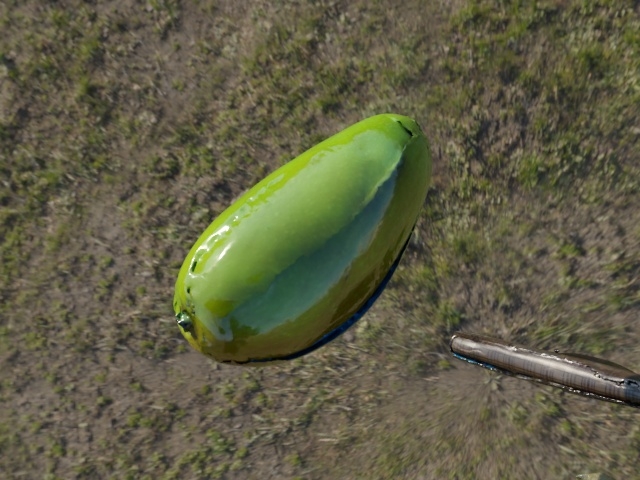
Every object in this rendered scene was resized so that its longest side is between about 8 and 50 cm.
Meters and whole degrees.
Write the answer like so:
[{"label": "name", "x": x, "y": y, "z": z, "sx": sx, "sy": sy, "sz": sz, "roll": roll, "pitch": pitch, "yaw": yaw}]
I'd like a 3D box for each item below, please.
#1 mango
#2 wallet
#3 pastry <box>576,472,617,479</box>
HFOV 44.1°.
[{"label": "mango", "x": 0.000, "y": 0.000, "z": 0.563, "sx": 0.233, "sy": 0.125, "sz": 0.111, "roll": -42, "pitch": 66, "yaw": -19}, {"label": "wallet", "x": 0.251, "y": 0.132, "z": 0.785, "sx": 0.230, "sy": 0.124, "sz": 0.042, "roll": 5, "pitch": 80, "yaw": 49}, {"label": "pastry", "x": 0.383, "y": 0.419, "z": 0.909, "sx": 0.329, "sy": 0.330, "sz": 0.136, "roll": 41, "pitch": 63, "yaw": 16}]
